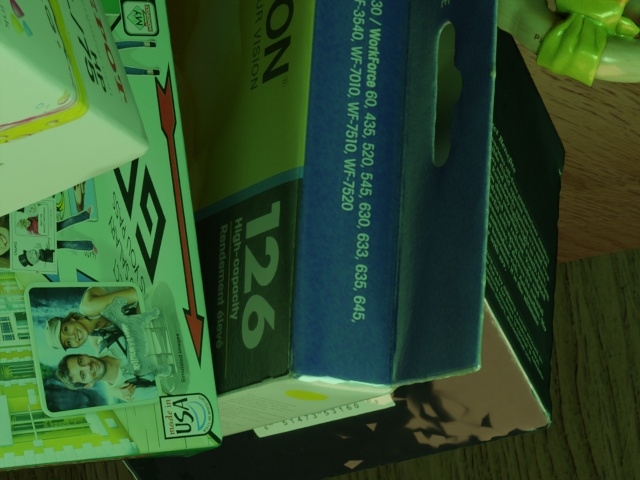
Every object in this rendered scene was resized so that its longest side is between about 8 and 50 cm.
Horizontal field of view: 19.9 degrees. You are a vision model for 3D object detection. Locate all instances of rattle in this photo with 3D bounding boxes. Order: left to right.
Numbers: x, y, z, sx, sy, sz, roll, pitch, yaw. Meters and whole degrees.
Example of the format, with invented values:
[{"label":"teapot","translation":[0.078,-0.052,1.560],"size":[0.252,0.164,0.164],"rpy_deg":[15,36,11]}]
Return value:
[{"label":"rattle","translation":[0.213,-0.192,1.229],"size":[0.200,0.142,0.130],"rpy_deg":[-20,-147,-37]}]

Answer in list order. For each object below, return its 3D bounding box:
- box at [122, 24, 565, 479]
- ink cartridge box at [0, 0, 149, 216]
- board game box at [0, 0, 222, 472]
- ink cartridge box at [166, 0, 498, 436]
[{"label":"box","translation":[0.000,0.000,1.272],"size":[0.296,0.294,0.182],"rpy_deg":[-16,125,21]},{"label":"ink cartridge box","translation":[-0.218,-0.111,0.738],"size":[0.197,0.198,0.270],"rpy_deg":[-21,170,6]},{"label":"board game box","translation":[-0.173,-0.038,0.943],"size":[0.213,0.317,0.046],"rpy_deg":[-3,168,-31]},{"label":"ink cartridge box","translation":[-0.020,-0.056,1.007],"size":[0.072,0.303,0.307],"rpy_deg":[13,161,-27]}]
